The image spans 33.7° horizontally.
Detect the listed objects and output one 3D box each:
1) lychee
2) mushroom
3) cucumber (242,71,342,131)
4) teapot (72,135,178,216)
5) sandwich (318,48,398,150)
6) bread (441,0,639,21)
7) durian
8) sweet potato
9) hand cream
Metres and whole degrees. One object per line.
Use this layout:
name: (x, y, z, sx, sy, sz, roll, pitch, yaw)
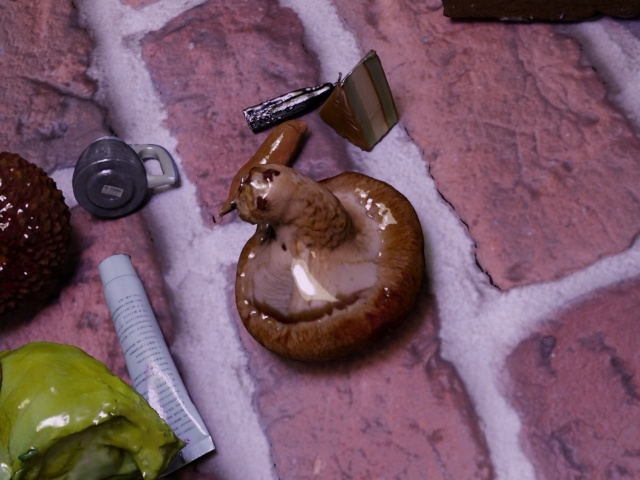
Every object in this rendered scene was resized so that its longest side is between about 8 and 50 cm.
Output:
lychee: (-0.491, -0.019, 1.537, 0.271, 0.271, 0.271, -8, 60, 13)
mushroom: (0.007, 0.030, 1.375, 0.267, 0.254, 0.267, 0, 89, 15)
cucumber: (-0.038, -0.210, 1.608, 0.163, 0.039, 0.043, -19, 99, 5)
teapot: (-0.304, -0.115, 1.598, 0.149, 0.111, 0.108, -26, 44, 9)
sandwich: (0.035, -0.220, 1.514, 0.113, 0.163, 0.079, 36, 77, 31)
bread: (0.380, -0.402, 1.538, 0.416, 0.113, 0.165, 5, 63, 22)
durian: (-0.370, 0.247, 1.360, 0.340, 0.204, 0.256, 34, 80, 34)
sweet potato: (-0.087, -0.106, 1.559, 0.195, 0.056, 0.056, -46, 59, -3)
hand cream: (-0.238, 0.160, 1.451, 0.085, 0.058, 0.331, -26, 58, 0)
